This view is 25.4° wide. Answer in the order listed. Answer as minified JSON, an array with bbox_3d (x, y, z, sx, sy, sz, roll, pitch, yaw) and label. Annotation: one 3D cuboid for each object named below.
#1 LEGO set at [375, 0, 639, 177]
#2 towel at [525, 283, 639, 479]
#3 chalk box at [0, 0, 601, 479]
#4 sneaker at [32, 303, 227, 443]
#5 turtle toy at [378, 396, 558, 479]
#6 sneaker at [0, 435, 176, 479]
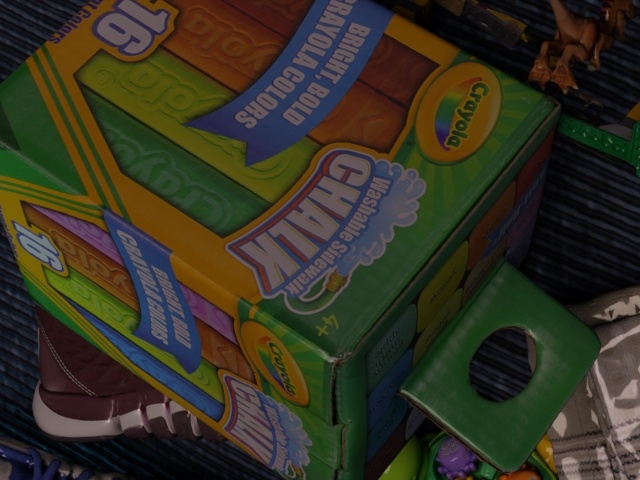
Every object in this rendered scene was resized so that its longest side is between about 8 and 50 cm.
[{"bbox_3d":[0.138,-0.182,0.697,0.331,0.192,0.255,22,141,34],"label":"LEGO set"},{"bbox_3d":[0.285,0.156,0.730,0.324,0.056,0.312,-15,96,26],"label":"towel"},{"bbox_3d":[0.000,0.000,0.718,0.289,0.180,0.179,31,153,19],"label":"chalk box"},{"bbox_3d":[-0.068,0.032,0.851,0.281,0.106,0.162,-8,96,25],"label":"sneaker"},{"bbox_3d":[0.081,0.143,0.832,0.130,0.066,0.095,23,110,16],"label":"turtle toy"},{"bbox_3d":[-0.174,0.182,0.887,0.296,0.131,0.112,2,58,12],"label":"sneaker"}]
